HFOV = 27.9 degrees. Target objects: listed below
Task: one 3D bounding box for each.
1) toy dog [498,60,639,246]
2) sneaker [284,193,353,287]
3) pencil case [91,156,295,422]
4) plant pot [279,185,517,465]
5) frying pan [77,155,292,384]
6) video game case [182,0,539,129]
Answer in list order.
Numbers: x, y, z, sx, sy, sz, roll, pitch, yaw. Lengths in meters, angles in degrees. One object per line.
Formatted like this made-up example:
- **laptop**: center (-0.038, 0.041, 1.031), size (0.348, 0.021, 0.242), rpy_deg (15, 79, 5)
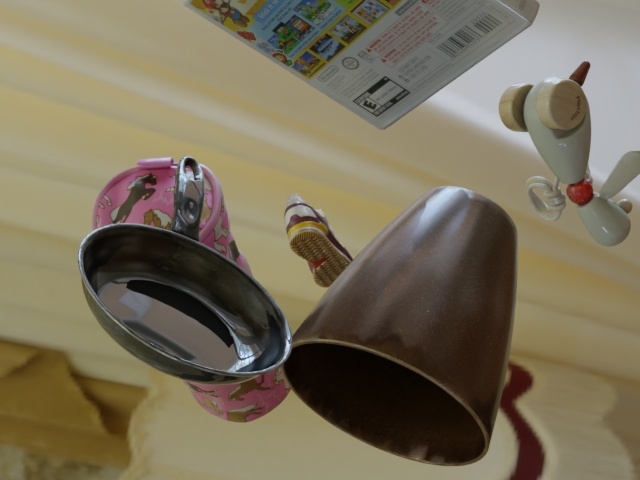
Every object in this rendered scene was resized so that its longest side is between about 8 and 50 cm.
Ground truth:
- **toy dog**: center (0.443, -0.165, 2.162), size (0.220, 0.161, 0.334), rpy_deg (33, 157, 45)
- **sneaker**: center (0.000, 0.000, 1.866), size (0.185, 0.069, 0.084), rpy_deg (57, -163, -57)
- **pencil case**: center (-0.139, 0.065, 1.537), size (0.167, 0.160, 0.386), rpy_deg (44, 167, 34)
- **plant pot**: center (0.104, 0.066, 1.265), size (0.230, 0.215, 0.215), rpy_deg (-63, -2, -27)
- **frying pan**: center (-0.143, 0.017, 1.125), size (0.053, 0.197, 0.326), rpy_deg (-59, 42, 23)
- **video game case**: center (0.023, -0.183, 0.991), size (0.227, 0.206, 0.026), rpy_deg (-31, 32, 59)
